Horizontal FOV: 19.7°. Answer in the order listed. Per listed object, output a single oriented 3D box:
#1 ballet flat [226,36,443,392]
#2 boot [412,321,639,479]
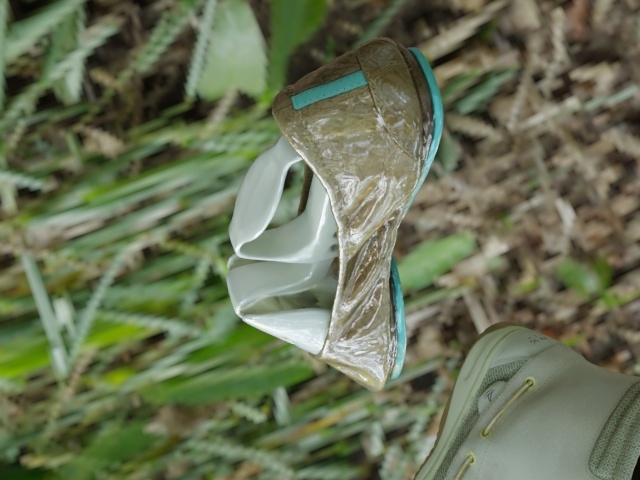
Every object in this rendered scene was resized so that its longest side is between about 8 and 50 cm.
[{"bbox_3d":[0.000,0.000,1.222,0.124,0.116,0.342,-13,149,-13],"label":"ballet flat"},{"bbox_3d":[0.131,0.165,1.076,0.077,0.213,0.165,20,178,-40],"label":"boot"}]
